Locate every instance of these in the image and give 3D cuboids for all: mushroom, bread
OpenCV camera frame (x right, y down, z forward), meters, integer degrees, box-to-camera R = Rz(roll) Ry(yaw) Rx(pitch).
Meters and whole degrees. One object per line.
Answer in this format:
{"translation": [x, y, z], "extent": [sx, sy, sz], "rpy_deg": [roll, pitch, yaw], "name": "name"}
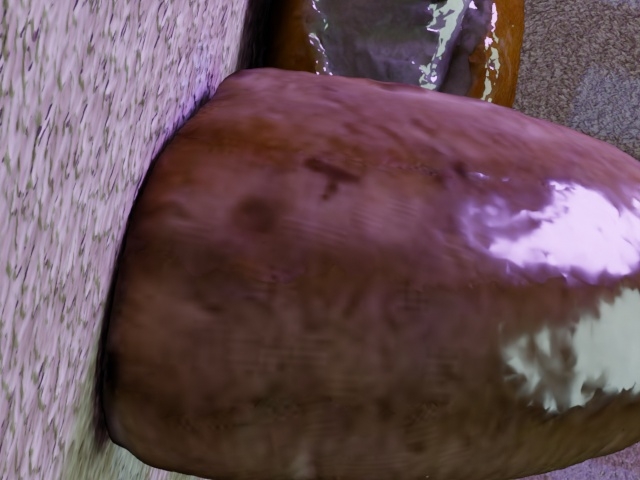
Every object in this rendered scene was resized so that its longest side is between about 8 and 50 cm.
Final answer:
{"translation": [0.087, 0.034, 0.887], "extent": [0.313, 0.397, 0.224], "rpy_deg": [-58, 156, -73], "name": "mushroom"}
{"translation": [0.063, -0.172, 1.205], "extent": [0.279, 0.225, 0.250], "rpy_deg": [-52, 147, -80], "name": "bread"}
